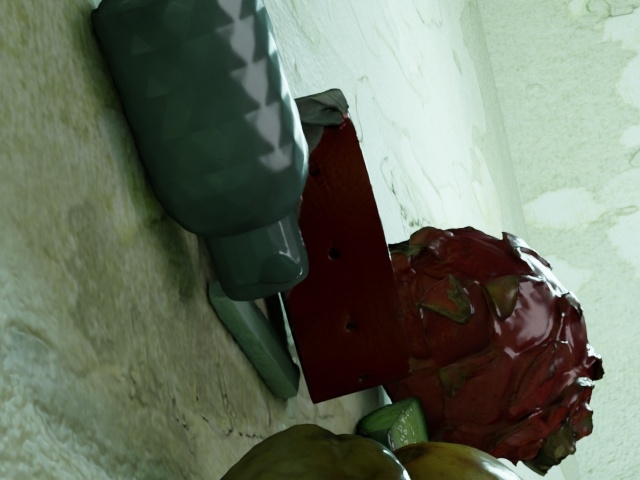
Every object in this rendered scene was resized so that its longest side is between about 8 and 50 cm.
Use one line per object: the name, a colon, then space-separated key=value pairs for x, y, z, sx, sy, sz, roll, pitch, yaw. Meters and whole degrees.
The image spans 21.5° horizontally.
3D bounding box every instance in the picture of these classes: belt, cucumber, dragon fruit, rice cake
belt: x=0.000 y=0.000 z=1.646 sx=0.227 sy=0.115 sz=0.324 roll=-115 pitch=-170 yaw=-63
cucumber: x=0.083 y=0.249 z=1.938 sx=0.116 sy=0.062 sz=0.115 roll=-14 pitch=89 yaw=-63
dragon fruit: x=0.195 y=0.133 z=2.066 sx=0.343 sy=0.277 sz=0.277 roll=54 pitch=13 yaw=6
rice cake: x=-0.060 y=0.089 z=1.597 sx=0.180 sy=0.030 sz=0.042 roll=60 pitch=25 yaw=-48

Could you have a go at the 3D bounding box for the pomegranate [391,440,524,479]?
pomegranate: x=0.131 y=0.330 z=1.686 sx=0.260 sy=0.260 sz=0.261 roll=-14 pitch=90 yaw=-76

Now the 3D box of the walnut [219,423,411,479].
walnut: x=-0.002 y=0.275 z=1.243 sx=0.283 sy=0.227 sz=0.283 roll=-165 pitch=-90 yaw=-73

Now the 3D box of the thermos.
thermos: x=-0.094 y=-0.090 z=1.456 sx=0.182 sy=0.145 sz=0.287 roll=22 pitch=-49 yaw=64
